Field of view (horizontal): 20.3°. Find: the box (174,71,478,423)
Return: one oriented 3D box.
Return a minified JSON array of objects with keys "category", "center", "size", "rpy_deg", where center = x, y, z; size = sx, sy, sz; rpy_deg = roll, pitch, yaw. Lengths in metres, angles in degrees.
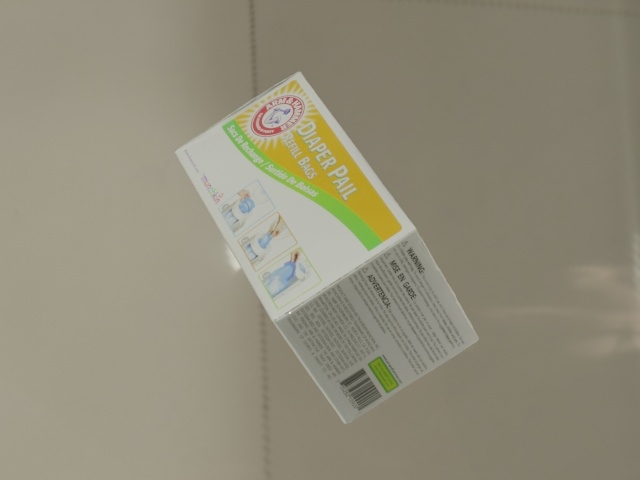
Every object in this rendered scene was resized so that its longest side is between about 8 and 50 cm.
[{"category":"box","center":[0.000,0.000,1.164],"size":[0.103,0.203,0.114],"rpy_deg":[-33,130,0]}]
